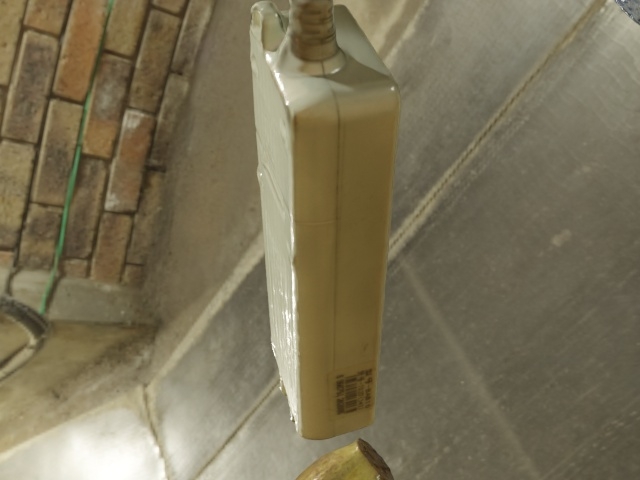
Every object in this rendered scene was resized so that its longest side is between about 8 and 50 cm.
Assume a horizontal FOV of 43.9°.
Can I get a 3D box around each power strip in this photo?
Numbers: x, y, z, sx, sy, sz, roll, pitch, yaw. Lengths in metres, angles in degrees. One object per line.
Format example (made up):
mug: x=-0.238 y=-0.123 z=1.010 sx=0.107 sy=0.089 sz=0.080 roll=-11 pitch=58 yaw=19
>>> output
power strip: x=0.000 y=0.000 z=0.478 sx=0.338 sy=0.058 sz=0.098 roll=89 pitch=165 yaw=-45

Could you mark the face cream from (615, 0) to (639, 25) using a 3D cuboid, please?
face cream: x=0.397 y=-0.316 z=0.711 sx=0.225 sy=0.248 sz=0.249 roll=117 pitch=150 yaw=-73

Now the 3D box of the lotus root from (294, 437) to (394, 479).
lotus root: x=-0.024 y=0.293 z=0.699 sx=0.110 sy=0.097 sz=0.258 roll=37 pitch=76 yaw=27
